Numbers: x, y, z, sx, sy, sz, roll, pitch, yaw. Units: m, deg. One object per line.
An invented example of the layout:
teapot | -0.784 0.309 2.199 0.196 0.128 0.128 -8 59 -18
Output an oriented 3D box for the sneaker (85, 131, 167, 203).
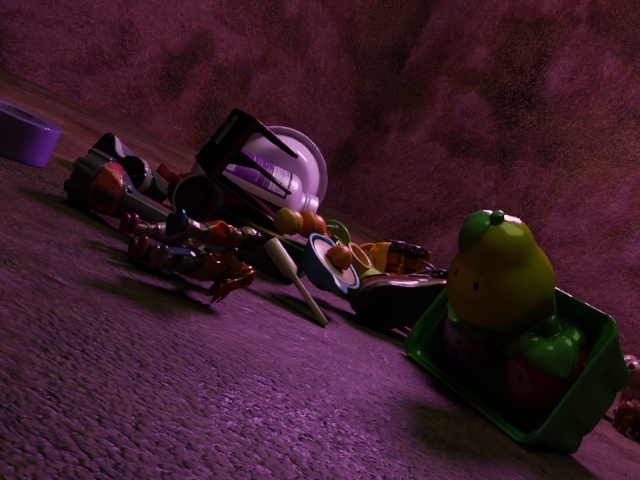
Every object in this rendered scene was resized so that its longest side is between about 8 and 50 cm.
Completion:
sneaker | -0.421 -0.146 1.846 0.271 0.100 0.108 36 -3 44

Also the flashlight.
flashlight | -0.283 -0.044 1.462 0.304 0.103 0.103 28 -25 5

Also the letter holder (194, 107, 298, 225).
letter holder | -0.127 -0.151 1.842 0.214 0.152 0.302 38 2 -18

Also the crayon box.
crayon box | -0.114 0.000 1.870 0.203 0.083 0.323 27 5 5

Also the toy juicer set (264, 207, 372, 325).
toy juicer set | -0.005 0.017 1.616 0.209 0.089 0.329 48 18 -2

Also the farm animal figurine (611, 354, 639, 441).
farm animal figurine | 0.708 0.334 2.055 0.327 0.172 0.330 28 6 18

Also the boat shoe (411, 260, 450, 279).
boat shoe | 0.305 0.138 2.147 0.187 0.156 0.500 33 10 37

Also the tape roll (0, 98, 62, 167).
tape roll | -0.604 -0.216 1.660 0.189 0.080 0.189 26 5 -2

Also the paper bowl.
paper bowl | -0.122 -0.172 2.375 0.284 0.284 0.148 26 6 -7

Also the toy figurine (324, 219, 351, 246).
toy figurine | -0.012 0.031 2.079 0.159 0.130 0.173 -2 50 -49

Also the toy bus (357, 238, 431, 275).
toy bus | 0.156 0.065 2.277 0.212 0.149 0.220 14 0 37

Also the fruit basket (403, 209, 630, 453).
fruit basket | 0.302 0.137 1.442 0.392 0.283 0.392 39 -3 2

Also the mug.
mug | -0.288 -0.115 1.895 0.169 0.113 0.150 -150 -141 -71

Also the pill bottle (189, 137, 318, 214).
pill bottle | -0.176 -0.122 2.205 0.323 0.181 0.181 25 6 -14

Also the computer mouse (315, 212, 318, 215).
computer mouse | -0.125 -0.076 2.638 0.272 0.072 0.188 15 0 37

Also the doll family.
doll family | -0.190 0.028 1.276 0.163 0.118 0.263 15 -7 -34

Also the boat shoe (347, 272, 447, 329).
boat shoe | 0.203 0.118 1.762 0.324 0.122 0.120 10 12 -24

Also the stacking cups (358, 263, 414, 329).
stacking cups | 0.163 0.133 1.883 0.316 0.096 0.096 31 7 26
